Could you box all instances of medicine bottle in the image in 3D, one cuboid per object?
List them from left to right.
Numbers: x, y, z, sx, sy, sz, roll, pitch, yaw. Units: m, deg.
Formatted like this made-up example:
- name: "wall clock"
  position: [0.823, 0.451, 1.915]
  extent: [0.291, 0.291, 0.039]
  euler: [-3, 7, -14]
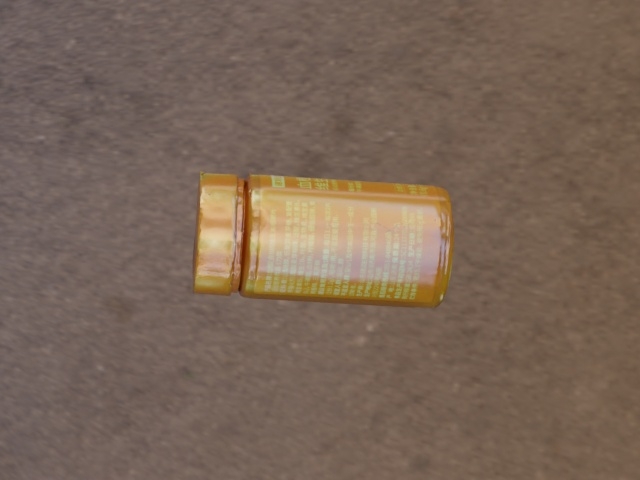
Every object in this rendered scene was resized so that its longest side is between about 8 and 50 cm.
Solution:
- name: "medicine bottle"
  position: [0.000, 0.000, 1.209]
  extent: [0.192, 0.096, 0.096]
  euler: [4, 93, -5]
